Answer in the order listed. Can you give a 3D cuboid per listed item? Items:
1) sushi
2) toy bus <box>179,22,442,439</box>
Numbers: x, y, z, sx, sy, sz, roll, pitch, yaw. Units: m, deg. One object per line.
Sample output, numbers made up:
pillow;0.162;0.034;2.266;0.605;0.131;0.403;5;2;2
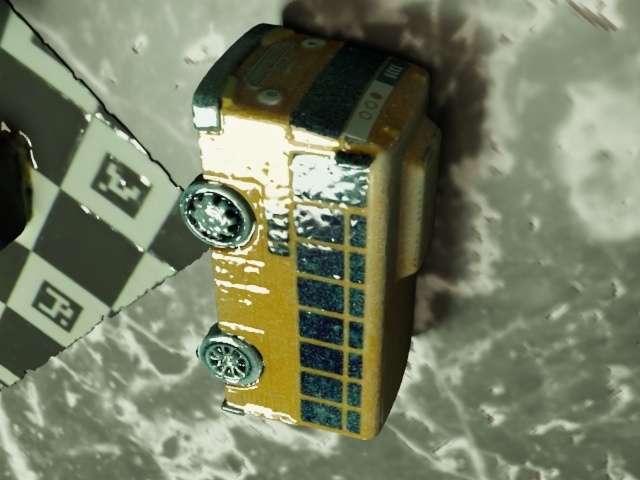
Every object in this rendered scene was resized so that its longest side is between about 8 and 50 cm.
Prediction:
sushi;-0.280;-0.029;0.530;0.339;0.069;0.320;-31;106;37
toy bus;0.000;0.000;0.410;0.103;0.091;0.182;11;128;15
